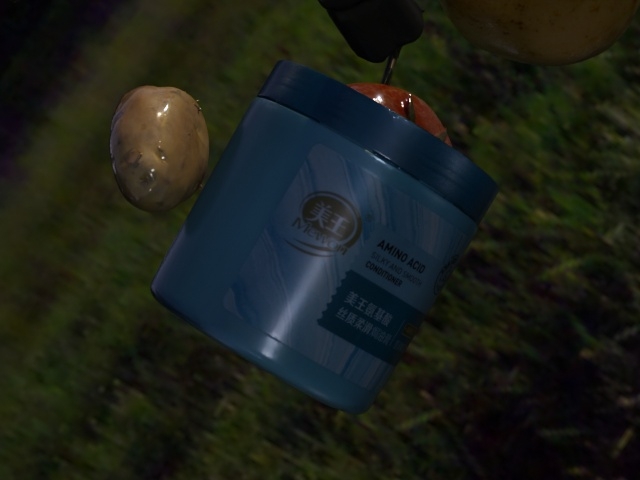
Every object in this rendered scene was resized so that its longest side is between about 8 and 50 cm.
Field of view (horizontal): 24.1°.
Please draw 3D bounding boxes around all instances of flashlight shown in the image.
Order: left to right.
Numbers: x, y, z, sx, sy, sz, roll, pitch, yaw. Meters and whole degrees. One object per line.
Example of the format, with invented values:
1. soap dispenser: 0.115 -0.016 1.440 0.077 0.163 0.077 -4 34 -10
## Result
1. flashlight: -0.017 -0.364 1.624 0.103 0.424 0.103 -21 43 21

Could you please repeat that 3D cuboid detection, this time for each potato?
1. potato: -0.210 -0.125 1.962 0.128 0.161 0.235 -22 8 13

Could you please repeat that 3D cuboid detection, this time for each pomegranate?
1. pomegranate: 0.267 -0.356 1.880 0.307 0.307 0.307 -48 20 25

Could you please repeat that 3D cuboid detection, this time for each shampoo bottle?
1. shampoo bottle: 0.000 0.000 1.902 0.343 0.331 0.331 -59 18 -1

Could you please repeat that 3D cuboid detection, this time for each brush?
1. brush: 0.117 -0.294 2.360 0.063 0.016 0.193 65 -139 -66

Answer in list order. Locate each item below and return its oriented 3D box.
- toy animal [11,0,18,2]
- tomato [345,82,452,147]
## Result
1. toy animal: -0.368 -0.352 1.686 0.210 0.117 0.121 41 -115 -82
2. tomato: 0.062 -0.104 2.254 0.265 0.265 0.265 -48 20 25
